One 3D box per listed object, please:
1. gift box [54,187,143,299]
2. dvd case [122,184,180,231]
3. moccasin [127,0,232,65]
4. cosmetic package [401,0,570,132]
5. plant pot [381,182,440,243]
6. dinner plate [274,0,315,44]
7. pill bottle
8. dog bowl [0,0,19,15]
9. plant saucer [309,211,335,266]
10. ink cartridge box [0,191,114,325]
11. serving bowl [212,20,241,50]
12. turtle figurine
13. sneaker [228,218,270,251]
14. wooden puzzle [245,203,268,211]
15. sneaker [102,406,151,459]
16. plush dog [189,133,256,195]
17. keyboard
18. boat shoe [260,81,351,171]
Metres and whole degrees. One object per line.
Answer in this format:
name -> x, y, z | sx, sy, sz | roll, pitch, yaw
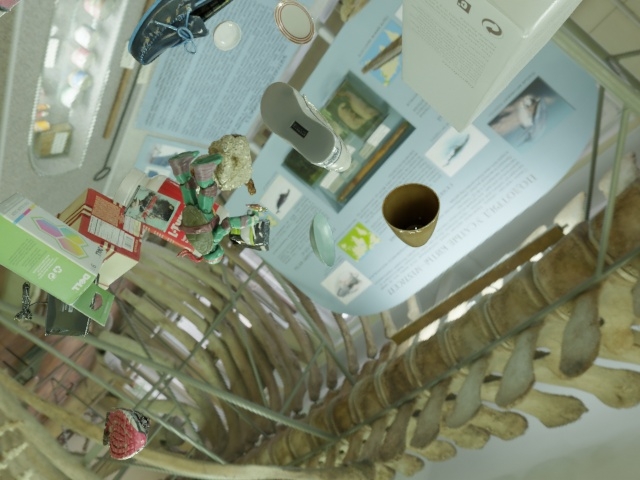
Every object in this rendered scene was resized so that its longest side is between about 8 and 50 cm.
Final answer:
gift box -> -0.768, 0.026, 1.581 | 0.258, 0.276, 0.255 | -32, -138, 22
dvd case -> -0.429, -0.082, 1.172 | 0.013, 0.119, 0.087 | 78, 36, -76
moccasin -> -0.309, -0.537, 1.095 | 0.342, 0.117, 0.137 | -43, -169, 8
cosmetic package -> 0.243, -0.324, 0.627 | 0.230, 0.161, 0.453 | -47, 174, 7
plant pot -> 0.399, -0.080, 1.987 | 0.237, 0.237, 0.254 | -50, 150, -13
dinner plate -> -0.075, -0.653, 1.379 | 0.017, 0.141, 0.141 | -57, -174, -29
pill bottle -> -0.593, -0.117, 1.844 | 0.229, 0.408, 0.229 | -55, -165, 23
dog bowl -> -0.843, -0.683, 1.022 | 0.150, 0.408, 0.408 | -28, 180, -8
plant saucer -> 0.000, 0.000, 1.573 | 0.037, 0.194, 0.195 | -13, -163, 19
ink cartridge box -> -0.382, 0.026, 0.678 | 0.062, 0.209, 0.109 | -48, -156, 2
serving bowl -> -0.265, -0.576, 1.287 | 0.083, 0.027, 0.083 | -29, 153, -16
turtle figurine -> -0.202, -0.042, 0.849 | 0.118, 0.175, 0.234 | -52, 140, -51
sneaker -> -0.180, -0.021, 1.165 | 0.234, 0.097, 0.084 | 102, -9, -83
wooden puzzle -> -0.205, -0.105, 1.508 | 0.083, 0.049, 0.006 | 3, -112, 41
sneaker -> -0.525, 0.524, 1.284 | 0.299, 0.112, 0.120 | -18, -114, 57
plush dog -> -0.342, -0.218, 1.498 | 0.225, 0.210, 0.262 | -21, -166, -20
keyboard -> -0.765, 0.177, 1.337 | 0.317, 0.202, 0.033 | -59, -146, 36
boat shoe -> -0.029, -0.312, 1.302 | 0.136, 0.367, 0.156 | -52, 145, 12
